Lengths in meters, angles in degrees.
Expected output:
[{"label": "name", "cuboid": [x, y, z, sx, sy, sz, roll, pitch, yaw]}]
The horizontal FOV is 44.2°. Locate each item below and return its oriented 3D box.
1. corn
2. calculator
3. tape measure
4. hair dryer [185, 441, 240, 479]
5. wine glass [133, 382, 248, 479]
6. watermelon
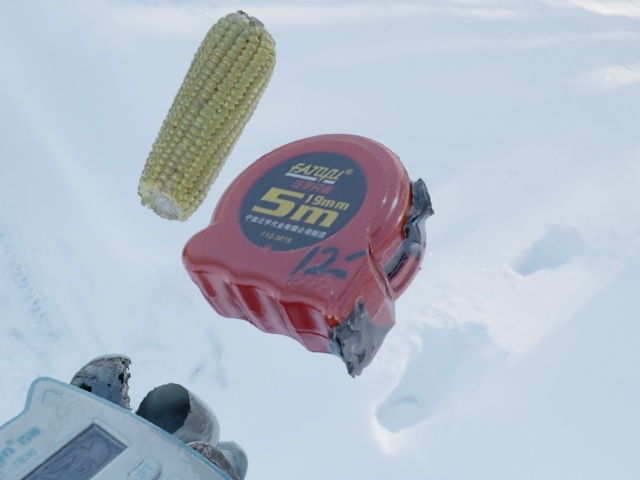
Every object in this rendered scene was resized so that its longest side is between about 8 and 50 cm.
[{"label": "corn", "cuboid": [-0.192, -0.219, 1.368, 0.144, 0.387, 0.144, 23, -11, 5]}, {"label": "calculator", "cuboid": [-0.189, 0.281, 0.711, 0.386, 0.054, 0.256, 26, 37, 21]}, {"label": "tape measure", "cuboid": [0.000, 0.000, 0.856, 0.253, 0.114, 0.260, 15, 56, 34]}, {"label": "hair dryer", "cuboid": [-0.147, 0.430, 0.875, 0.362, 0.203, 0.128, 64, 17, 18]}, {"label": "wine glass", "cuboid": [-0.220, 0.348, 1.360, 0.126, 0.241, 0.126, -13, 47, 15]}, {"label": "watermelon", "cuboid": [-0.357, 0.315, 1.277, 0.123, 0.129, 0.301, 0, 66, 2]}]
